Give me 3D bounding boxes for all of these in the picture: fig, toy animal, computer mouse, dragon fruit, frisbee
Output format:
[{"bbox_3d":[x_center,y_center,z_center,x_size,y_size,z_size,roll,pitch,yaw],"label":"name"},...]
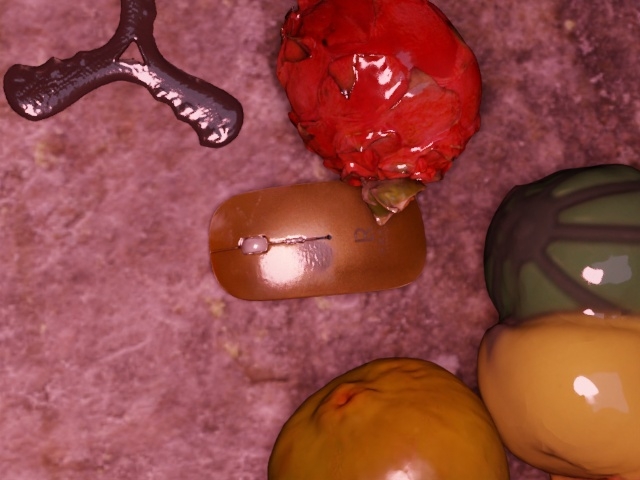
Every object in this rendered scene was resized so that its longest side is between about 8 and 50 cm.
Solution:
[{"bbox_3d":[0.058,0.218,1.135,0.207,0.207,0.230,-12,121,-15],"label":"fig"},{"bbox_3d":[0.230,0.096,1.167,0.191,0.216,0.338,5,75,-36],"label":"toy animal"},{"bbox_3d":[0.001,0.000,1.211,0.199,0.045,0.102,-4,83,-15],"label":"computer mouse"},{"bbox_3d":[0.051,-0.131,1.167,0.172,0.172,0.209,-27,80,-15],"label":"dragon fruit"},{"bbox_3d":[-0.169,-0.180,1.203,0.211,0.012,0.187,3,83,-13],"label":"frisbee"}]
